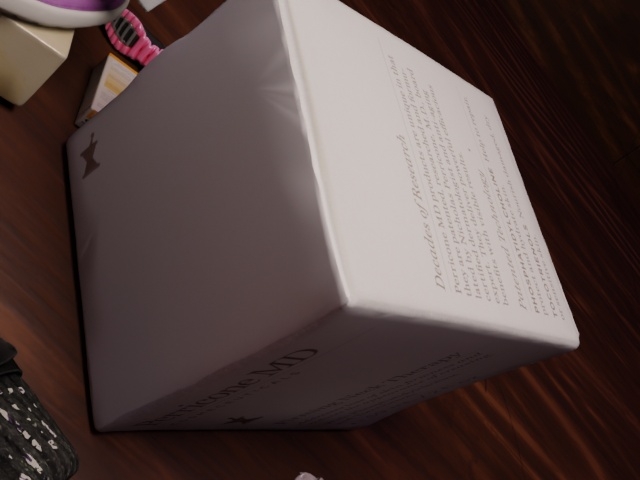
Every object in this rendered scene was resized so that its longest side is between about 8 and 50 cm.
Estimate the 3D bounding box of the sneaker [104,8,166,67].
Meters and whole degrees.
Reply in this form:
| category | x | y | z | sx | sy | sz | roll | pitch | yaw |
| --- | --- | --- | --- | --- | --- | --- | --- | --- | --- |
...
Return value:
| category | x | y | z | sx | sy | sz | roll | pitch | yaw |
| --- | --- | --- | --- | --- | --- | --- | --- | --- | --- |
| sneaker | -0.222 | -0.245 | 0.995 | 0.119 | 0.047 | 0.057 | 47 | 13 | -21 |

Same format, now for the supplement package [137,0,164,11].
| category | x | y | z | sx | sy | sz | roll | pitch | yaw |
| --- | --- | --- | --- | --- | --- | --- | --- | --- | --- |
| supplement package | -0.175 | -0.406 | 0.736 | 0.263 | 0.198 | 0.199 | 54 | 4 | -49 |

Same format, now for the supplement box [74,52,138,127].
| category | x | y | z | sx | sy | sz | roll | pitch | yaw |
| --- | --- | --- | --- | --- | --- | --- | --- | --- | --- |
| supplement box | -0.235 | -0.157 | 0.904 | 0.062 | 0.036 | 0.099 | 36 | 40 | -33 |

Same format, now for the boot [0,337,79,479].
| category | x | y | z | sx | sy | sz | roll | pitch | yaw |
| --- | --- | --- | --- | --- | --- | --- | --- | --- | --- |
| boot | -0.308 | 0.100 | 0.483 | 0.260 | 0.131 | 0.348 | 63 | 21 | 5 |

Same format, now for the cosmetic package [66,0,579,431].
| category | x | y | z | sx | sy | sz | roll | pitch | yaw |
| --- | --- | --- | --- | --- | --- | --- | --- | --- | --- |
| cosmetic package | 0.000 | 0.000 | 0.834 | 0.393 | 0.329 | 0.328 | 14 | 55 | -47 |

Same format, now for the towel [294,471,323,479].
| category | x | y | z | sx | sy | sz | roll | pitch | yaw |
| --- | --- | --- | --- | --- | --- | --- | --- | --- | --- |
| towel | -0.008 | 0.388 | 0.786 | 0.187 | 0.049 | 0.282 | -11 | 74 | -55 |

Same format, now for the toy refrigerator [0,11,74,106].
| category | x | y | z | sx | sy | sz | roll | pitch | yaw |
| --- | --- | --- | --- | --- | --- | --- | --- | --- | --- |
| toy refrigerator | -0.372 | -0.250 | 0.745 | 0.269 | 0.094 | 0.102 | 34 | 34 | -35 |

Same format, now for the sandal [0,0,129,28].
| category | x | y | z | sx | sy | sz | roll | pitch | yaw |
| --- | --- | --- | --- | --- | --- | --- | --- | --- | --- |
| sandal | -0.304 | -0.297 | 0.688 | 0.416 | 0.102 | 0.169 | 4 | 58 | -58 |
